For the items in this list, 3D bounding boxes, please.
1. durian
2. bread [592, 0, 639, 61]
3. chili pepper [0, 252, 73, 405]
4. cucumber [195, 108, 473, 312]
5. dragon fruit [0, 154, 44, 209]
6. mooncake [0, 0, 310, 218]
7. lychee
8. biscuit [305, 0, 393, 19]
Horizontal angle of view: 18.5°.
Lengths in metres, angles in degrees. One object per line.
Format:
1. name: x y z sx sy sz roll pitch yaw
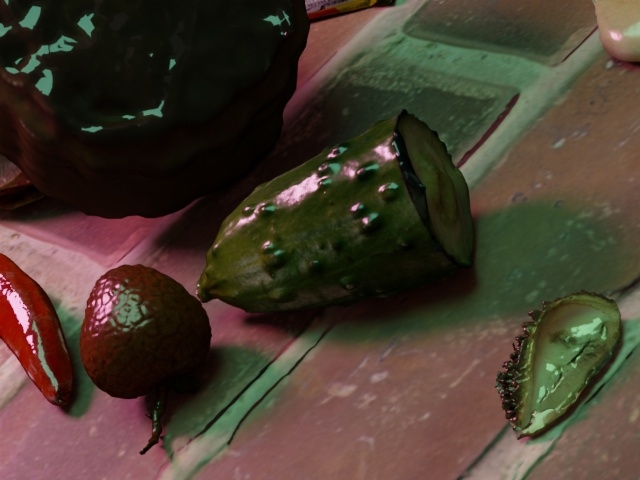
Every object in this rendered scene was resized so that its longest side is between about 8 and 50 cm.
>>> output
1. durian: 0.165 0.087 1.407 0.066 0.052 0.130 36 68 11
2. bread: 0.331 -0.249 1.698 0.181 0.039 0.251 -11 38 25
3. chili pepper: -0.270 0.062 1.713 0.063 0.071 0.272 -2 26 -35
4. cucumber: -0.002 -0.002 1.563 0.244 0.134 0.134 -24 34 24
5. dragon fruit: -0.324 -0.158 1.903 0.295 0.130 0.268 31 107 40
6. mooncake: -0.168 -0.192 1.725 0.324 0.324 0.187 -40 -7 -15
7. lychee: -0.143 0.089 1.565 0.101 0.140 0.114 -2 5 40
8. biscuit: -0.059 -0.224 1.952 0.292 0.026 0.048 -11 43 26
